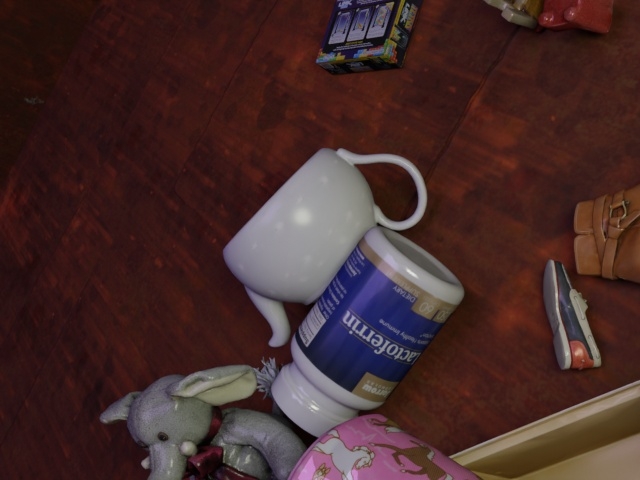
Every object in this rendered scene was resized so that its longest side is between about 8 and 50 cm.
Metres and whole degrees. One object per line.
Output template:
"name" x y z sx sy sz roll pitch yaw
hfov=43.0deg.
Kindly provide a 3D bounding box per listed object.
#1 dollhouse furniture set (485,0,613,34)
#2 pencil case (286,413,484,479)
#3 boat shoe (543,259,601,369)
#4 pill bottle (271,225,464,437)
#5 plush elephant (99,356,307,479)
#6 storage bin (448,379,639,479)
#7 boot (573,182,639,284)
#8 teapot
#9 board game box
"dollhouse furniture set" 0.392 -0.407 1.007 0.374 0.152 0.201 -63 38 31
"pencil case" 0.126 0.313 0.721 0.386 0.160 0.167 28 127 49
"boat shoe" 0.287 0.084 0.933 0.043 0.049 0.137 -3 59 0
"pill bottle" 0.056 0.126 1.074 0.264 0.153 0.153 -56 42 13
"plush elephant" -0.160 0.291 1.127 0.272 0.256 0.329 -36 44 45
"storage bin" 0.283 0.301 0.770 0.260 0.123 0.262 -34 49 33
"boot" 0.358 -0.048 0.900 0.152 0.073 0.197 -5 65 50
"teapot" 0.000 0.000 1.176 0.252 0.187 0.256 -48 3 -30
"board game box" 0.081 -0.355 1.358 0.170 0.048 0.141 9 76 49
